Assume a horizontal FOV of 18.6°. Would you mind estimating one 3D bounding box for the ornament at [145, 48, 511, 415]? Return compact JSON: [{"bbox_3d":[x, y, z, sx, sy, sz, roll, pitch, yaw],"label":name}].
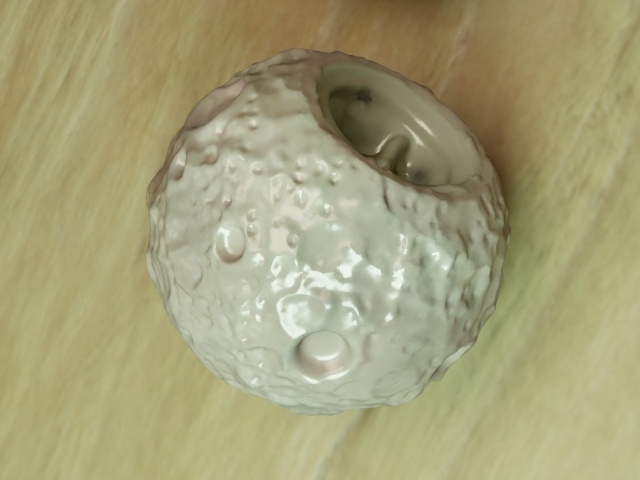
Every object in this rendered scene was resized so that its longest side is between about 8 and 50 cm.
[{"bbox_3d":[0.000,0.000,1.367,0.259,0.259,0.225,53,126,31],"label":"ornament"}]
